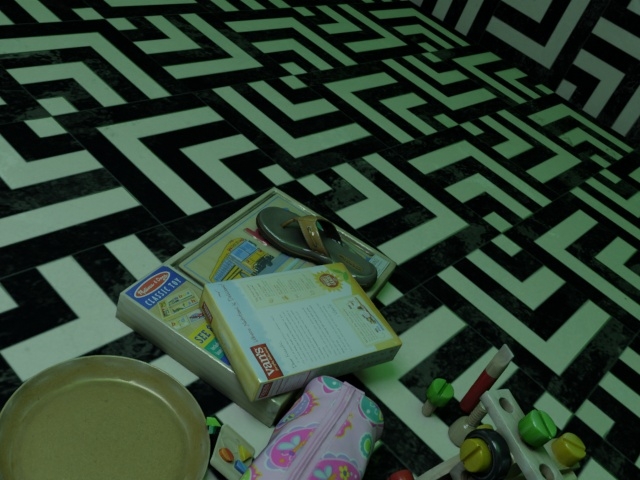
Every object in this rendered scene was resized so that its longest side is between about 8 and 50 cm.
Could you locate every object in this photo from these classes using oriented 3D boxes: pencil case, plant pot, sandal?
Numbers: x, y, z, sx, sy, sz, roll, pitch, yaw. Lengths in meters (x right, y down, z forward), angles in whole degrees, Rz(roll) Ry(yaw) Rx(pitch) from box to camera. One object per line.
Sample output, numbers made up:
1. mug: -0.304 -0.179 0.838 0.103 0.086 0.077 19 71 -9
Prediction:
1. pencil case: -0.027 0.277 0.759 0.124 0.124 0.284 32 36 11
2. plant pot: -0.246 0.233 0.767 0.236 0.032 0.236 16 37 -12
3. sandal: 0.000 0.000 1.081 0.219 0.060 0.090 33 37 12

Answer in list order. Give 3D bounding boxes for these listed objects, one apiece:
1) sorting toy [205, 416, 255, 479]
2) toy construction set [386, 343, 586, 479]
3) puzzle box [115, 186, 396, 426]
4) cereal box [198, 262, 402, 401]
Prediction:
1. sorting toy: -0.111 0.248 0.802 0.083 0.012 0.062 48 26 -17
2. toy construction set: 0.236 0.250 0.836 0.257 0.237 0.309 17 36 -10
3. puzzle box: -0.076 0.072 1.046 0.272 0.052 0.409 32 37 12
4. cereal box: -0.027 0.116 0.933 0.240 0.047 0.173 -8 47 -35
